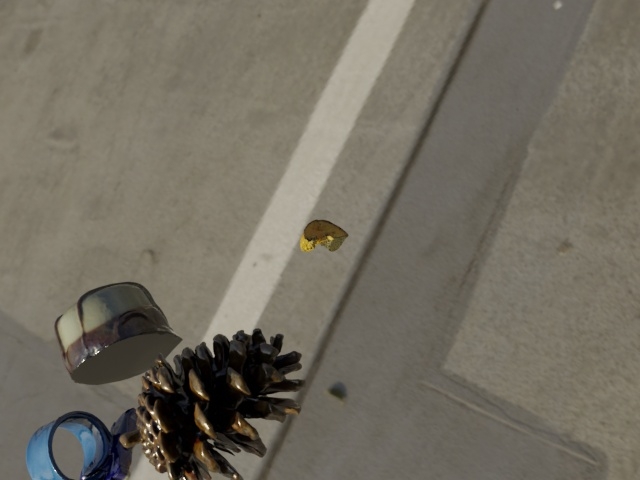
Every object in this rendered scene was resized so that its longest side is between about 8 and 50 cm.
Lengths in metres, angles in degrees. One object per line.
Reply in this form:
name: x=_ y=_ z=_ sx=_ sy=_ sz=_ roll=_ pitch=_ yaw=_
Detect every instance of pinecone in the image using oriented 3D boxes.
pinecone: x=-0.161 y=0.263 z=1.443 sx=0.309 sy=0.244 sz=0.244 roll=-28 pitch=45 yaw=-4

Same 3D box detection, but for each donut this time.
donut: x=0.000 y=0.000 z=1.556 sx=0.038 sy=0.067 sz=0.083 roll=-55 pitch=-2 yaw=37

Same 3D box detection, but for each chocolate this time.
chocolate: x=-0.498 y=0.210 z=2.222 sx=0.284 sy=0.284 sz=0.186 roll=-33 pitch=65 yaw=23

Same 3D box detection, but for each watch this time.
watch: x=-0.517 y=0.455 z=1.980 sx=0.171 sy=0.200 sz=0.196 roll=-38 pitch=36 yaw=30
